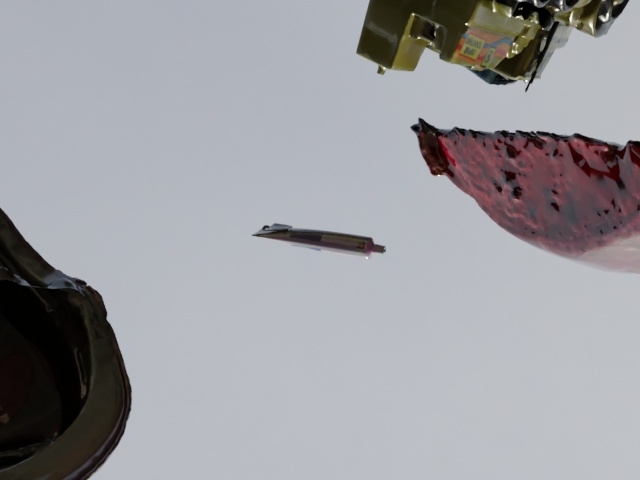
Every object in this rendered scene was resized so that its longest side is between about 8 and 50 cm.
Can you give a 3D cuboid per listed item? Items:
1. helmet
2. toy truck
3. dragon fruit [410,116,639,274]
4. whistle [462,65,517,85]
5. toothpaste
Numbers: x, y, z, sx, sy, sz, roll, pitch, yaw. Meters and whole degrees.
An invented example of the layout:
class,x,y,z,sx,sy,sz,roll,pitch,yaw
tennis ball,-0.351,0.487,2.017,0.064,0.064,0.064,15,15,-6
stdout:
class,x,y,z,sx,sy,sz,roll,pitch,yaw
helmet,-0.326,0.126,1.212,0.338,0.197,0.271,45,-132,16
toy truck,0.124,-0.171,1.012,0.257,0.127,0.127,-16,-50,-60
dragon fruit,0.269,-0.020,1.238,0.282,0.343,0.100,15,-94,-34
whistle,0.118,-0.208,1.242,0.158,0.090,0.090,38,-140,25
toothpaste,0.000,0.000,1.792,0.045,0.170,0.028,-42,-43,-61
